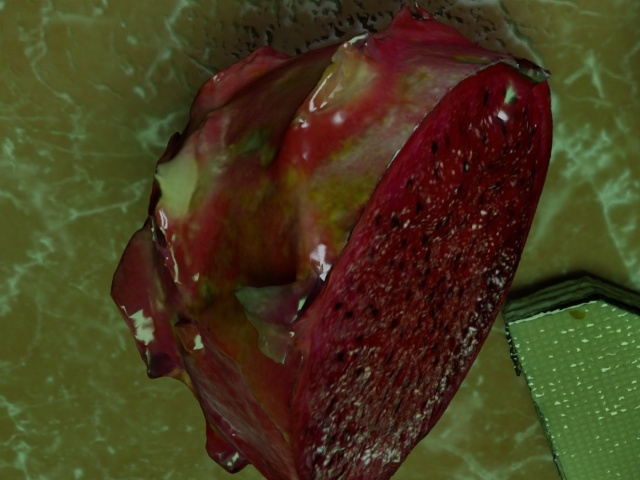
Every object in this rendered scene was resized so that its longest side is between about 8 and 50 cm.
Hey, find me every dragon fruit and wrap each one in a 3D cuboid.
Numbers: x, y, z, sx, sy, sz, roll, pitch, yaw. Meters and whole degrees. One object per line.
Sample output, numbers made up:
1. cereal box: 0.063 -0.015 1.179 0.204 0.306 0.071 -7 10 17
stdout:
1. dragon fruit: 0.000 0.000 1.020 0.249 0.386 0.371 24 101 25

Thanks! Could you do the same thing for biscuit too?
1. biscuit: 0.264 0.132 1.270 0.150 0.052 0.252 -20 125 8
